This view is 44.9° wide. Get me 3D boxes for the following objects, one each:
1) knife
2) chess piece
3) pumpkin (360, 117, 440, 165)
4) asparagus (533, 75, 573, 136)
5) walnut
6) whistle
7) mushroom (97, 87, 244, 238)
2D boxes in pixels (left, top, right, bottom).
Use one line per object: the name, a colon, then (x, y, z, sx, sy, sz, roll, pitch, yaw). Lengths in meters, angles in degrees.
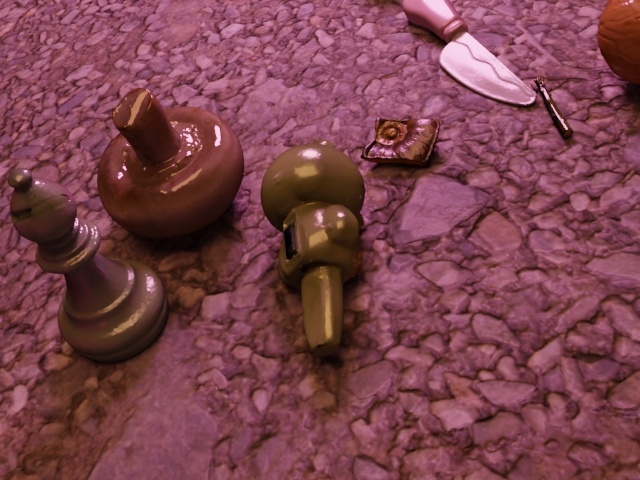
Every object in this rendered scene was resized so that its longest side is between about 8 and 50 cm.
knife: (0.214, -0.298, 1.191, 0.081, 0.043, 0.336, -32, 49, 4)
chess piece: (-0.287, 0.018, 0.902, 0.139, 0.272, 0.139, -9, 48, 10)
pumpkin: (0.114, -0.134, 1.081, 0.101, 0.035, 0.073, 9, 64, 20)
asparagus: (0.320, -0.187, 1.073, 0.015, 0.018, 0.127, 9, 43, -20)
walnut: (0.466, -0.276, 1.013, 0.197, 0.165, 0.165, 12, 53, 36)
whistle: (0.008, 0.000, 0.951, 0.141, 0.141, 0.294, -17, 65, 2)
mushroom: (-0.213, -0.114, 1.040, 0.207, 0.215, 0.208, -7, 56, 11)
